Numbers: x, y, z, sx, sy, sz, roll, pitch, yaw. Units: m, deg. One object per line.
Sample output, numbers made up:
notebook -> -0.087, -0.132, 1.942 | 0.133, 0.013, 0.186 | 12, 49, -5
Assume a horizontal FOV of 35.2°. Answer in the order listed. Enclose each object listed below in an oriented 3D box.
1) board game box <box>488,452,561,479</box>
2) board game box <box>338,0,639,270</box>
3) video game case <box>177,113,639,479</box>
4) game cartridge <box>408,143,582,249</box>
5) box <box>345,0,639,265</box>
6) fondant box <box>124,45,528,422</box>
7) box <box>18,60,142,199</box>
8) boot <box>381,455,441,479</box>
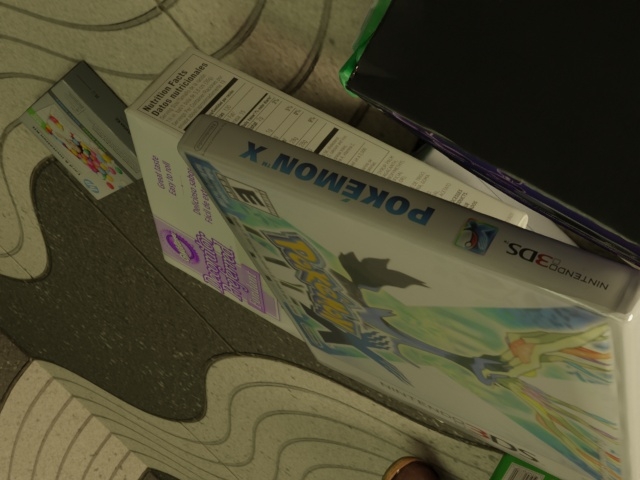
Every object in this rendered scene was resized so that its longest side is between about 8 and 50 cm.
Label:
board game box -> 0.345, 0.410, 1.238 | 0.242, 0.064, 0.316 | 17, 146, 37
board game box -> 0.214, -0.102, 0.634 | 0.390, 0.050, 0.390 | 37, 153, 3
video game case -> 0.080, 0.062, 0.693 | 0.300, 0.036, 0.329 | 22, 158, 29
game cartridge -> 0.108, 0.022, 0.954 | 0.196, 0.060, 0.294 | 39, 153, -8
box -> 0.141, -0.053, 0.496 | 0.184, 0.103, 0.261 | 34, -173, 15
fondant box -> 0.000, 0.000, 0.892 | 0.330, 0.096, 0.238 | 29, 152, 19
box -> -0.277, -0.127, 1.214 | 0.145, 0.038, 0.186 | 48, 153, -17
boot -> 0.191, 0.407, 1.342 | 0.207, 0.090, 0.248 | 34, 160, 47
